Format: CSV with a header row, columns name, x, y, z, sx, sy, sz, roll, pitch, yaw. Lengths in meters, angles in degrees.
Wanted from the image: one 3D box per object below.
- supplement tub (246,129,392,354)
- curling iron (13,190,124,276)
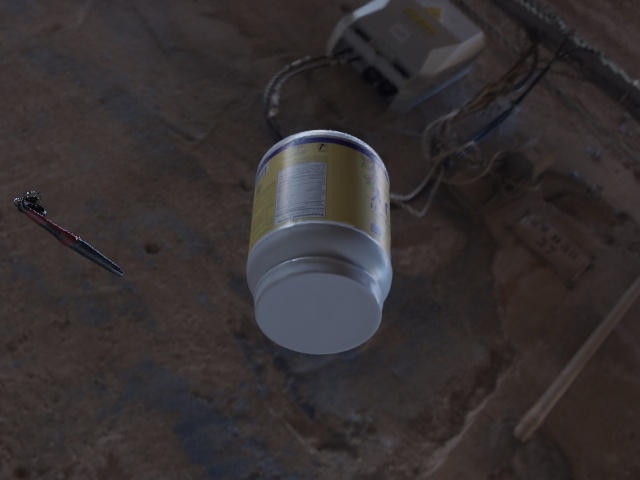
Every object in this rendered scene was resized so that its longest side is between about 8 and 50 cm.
name,x,y,z,sx,sy,sz,roll,pitch,yaw
supplement tub,0.000,0.000,1.736,0.241,0.331,0.241,1,-44,1
curling iron,-0.520,-0.011,2.151,0.274,0.068,0.035,39,-54,-19
